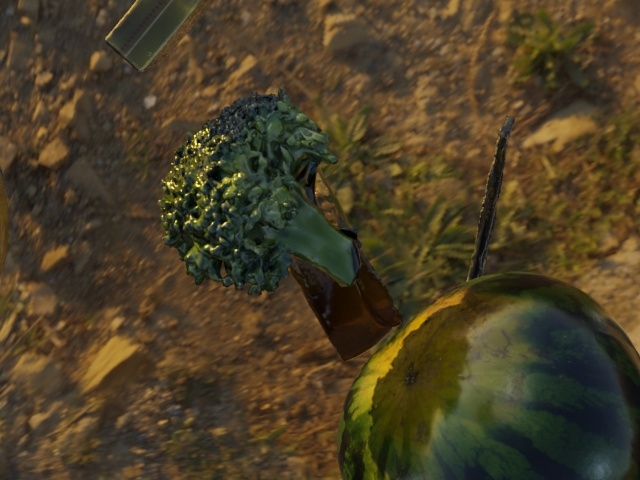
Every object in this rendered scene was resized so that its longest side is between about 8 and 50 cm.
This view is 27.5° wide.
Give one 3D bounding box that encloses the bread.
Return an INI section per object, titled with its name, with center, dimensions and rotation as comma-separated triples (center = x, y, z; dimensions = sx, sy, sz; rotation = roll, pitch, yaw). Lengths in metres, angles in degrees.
[bread]
center = 0.000, 0.000, 1.262
dimensions = 0.070, 0.236, 0.236
rotation = -29, 88, 2

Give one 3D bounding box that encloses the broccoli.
[broccoli]
center = -0.035, -0.026, 0.946
dimensions = 0.160, 0.167, 0.155
rotation = 29, 92, -10

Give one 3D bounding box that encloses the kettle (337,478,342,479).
[kettle]
center = 0.089, 0.409, 1.626
dimensions = 0.319, 0.247, 0.342
rotation = -11, 37, 0

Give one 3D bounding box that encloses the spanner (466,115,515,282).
[spanner]
center = 0.179, -0.001, 1.431
dimensions = 0.026, 0.325, 0.093
rotation = 20, 44, 14

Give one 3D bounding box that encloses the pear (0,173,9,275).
[pear]
center = -0.371, 0.000, 0.967
dimensions = 0.280, 0.280, 0.281
rotation = 4, 78, -17

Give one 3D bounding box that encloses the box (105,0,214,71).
[box]
center = -0.055, -0.121, 0.599
dimensions = 0.023, 0.133, 0.090
rotation = 38, 98, -8

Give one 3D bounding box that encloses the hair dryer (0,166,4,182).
[hair dryer]
center = -0.336, -0.101, 1.186
dimensions = 0.054, 0.106, 0.154
rotation = 3, 84, -48

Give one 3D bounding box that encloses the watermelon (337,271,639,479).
[watermelon]
center = 0.148, 0.158, 1.066
dimensions = 0.269, 0.269, 0.269
rotation = 4, 78, -17
